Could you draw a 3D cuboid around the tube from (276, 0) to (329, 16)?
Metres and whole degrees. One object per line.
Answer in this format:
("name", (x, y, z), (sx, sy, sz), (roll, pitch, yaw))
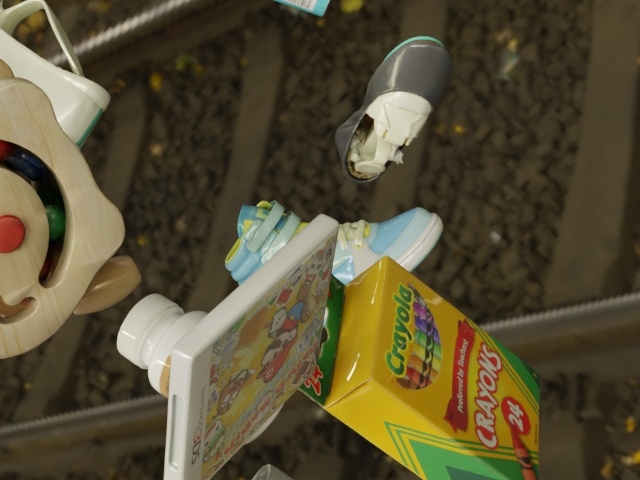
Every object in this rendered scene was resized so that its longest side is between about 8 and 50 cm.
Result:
("tube", (-0.083, -0.330, 1.683), (0.052, 0.207, 0.080), (-104, 36, -80))

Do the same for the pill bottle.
("pill bottle", (-0.165, 0.173, 1.951), (0.229, 0.131, 0.131), (31, 85, 21))

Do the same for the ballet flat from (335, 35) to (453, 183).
("ballet flat", (0.065, -0.107, 1.272), (0.203, 0.074, 0.074), (132, 156, -60))

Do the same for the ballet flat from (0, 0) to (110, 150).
("ballet flat", (-0.377, -0.245, 1.592), (0.139, 0.139, 0.400), (-47, 70, 10))

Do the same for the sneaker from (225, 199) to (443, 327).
("sneaker", (0.000, 0.000, 2.007), (0.319, 0.208, 0.127), (-33, 15, 18))

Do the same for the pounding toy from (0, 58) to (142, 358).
("pounding toy", (-0.254, -0.020, 1.053), (0.154, 0.269, 0.155), (-39, 40, -15))

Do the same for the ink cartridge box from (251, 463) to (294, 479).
("ink cartridge box", (-0.009, 0.278, 0.616), (0.275, 0.239, 0.060), (-54, 0, 6))

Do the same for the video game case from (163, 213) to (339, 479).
("video game case", (-0.063, 0.111, 1.293), (0.026, 0.206, 0.227), (28, 45, 20))

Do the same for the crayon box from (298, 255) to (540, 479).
("crayon box", (0.117, 0.159, 1.593), (0.081, 0.318, 0.202), (-37, 28, 34))
